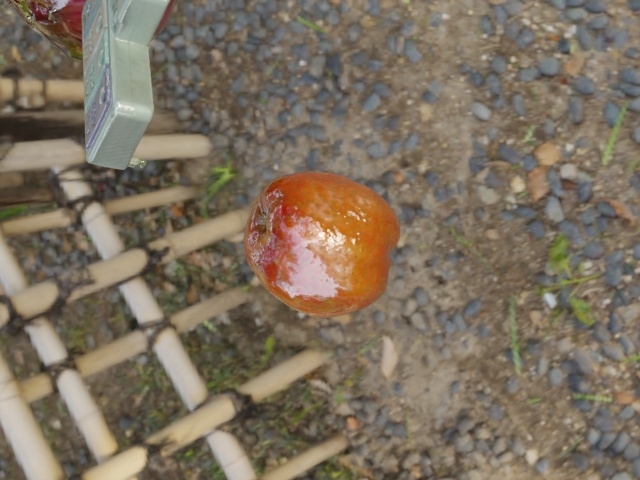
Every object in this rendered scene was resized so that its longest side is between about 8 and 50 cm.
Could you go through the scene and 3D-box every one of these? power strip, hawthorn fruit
[{"bbox_3d":[-0.180,-0.189,0.944,0.145,0.061,0.215,-52,39,44],"label":"power strip"},{"bbox_3d":[0.000,0.000,1.189,0.189,0.189,0.189,8,104,37],"label":"hawthorn fruit"}]

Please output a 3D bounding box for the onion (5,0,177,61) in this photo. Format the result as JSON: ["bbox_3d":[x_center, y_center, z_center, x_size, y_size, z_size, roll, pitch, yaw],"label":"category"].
[{"bbox_3d":[-0.297,-0.449,1.454,0.347,0.385,0.348,63,172,15],"label":"onion"}]
